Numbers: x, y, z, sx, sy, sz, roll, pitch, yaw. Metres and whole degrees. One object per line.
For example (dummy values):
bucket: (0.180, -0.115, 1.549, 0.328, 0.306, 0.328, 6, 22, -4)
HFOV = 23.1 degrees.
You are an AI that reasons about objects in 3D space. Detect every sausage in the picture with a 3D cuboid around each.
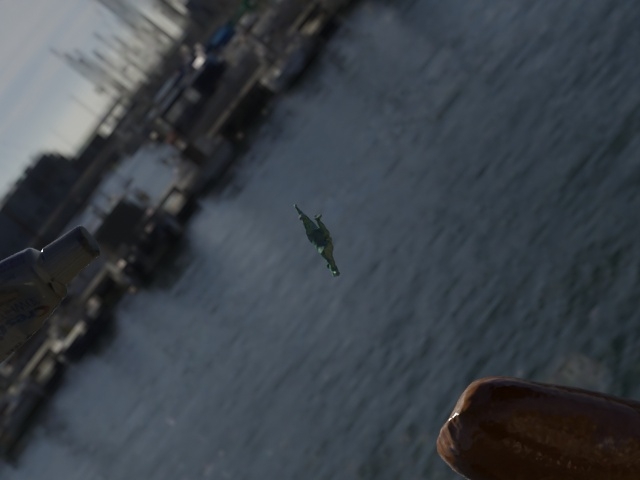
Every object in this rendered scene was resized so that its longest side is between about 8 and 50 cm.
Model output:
sausage: (0.201, 0.151, 1.081, 0.098, 0.238, 0.098, 16, -90, -90)

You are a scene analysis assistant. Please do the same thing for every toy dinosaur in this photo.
toy dinosaur: (0.000, 0.000, 1.494, 0.021, 0.062, 0.083, -26, 27, -4)

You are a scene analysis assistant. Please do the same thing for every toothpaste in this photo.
toothpaste: (-0.371, 0.081, 1.780, 0.282, 0.099, 0.068, -38, 2, 3)
